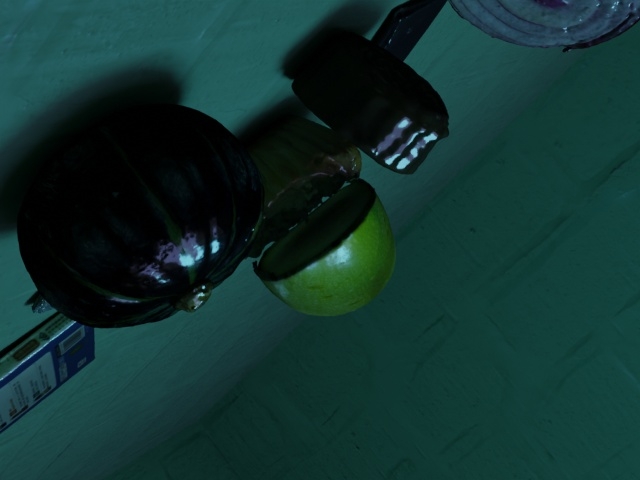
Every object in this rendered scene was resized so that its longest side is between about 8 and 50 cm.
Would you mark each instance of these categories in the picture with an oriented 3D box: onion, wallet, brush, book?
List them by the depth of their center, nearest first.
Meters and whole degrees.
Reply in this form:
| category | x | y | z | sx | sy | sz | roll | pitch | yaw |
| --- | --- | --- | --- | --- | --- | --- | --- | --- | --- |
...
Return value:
| category | x | y | z | sx | sy | sz | roll | pitch | yaw |
| --- | --- | --- | --- | --- | --- | --- | --- | --- | --- |
| onion | 0.294 | -0.408 | 1.510 | 0.336 | 0.281 | 0.260 | -32 | -143 | 65 |
| brush | -0.351 | 0.038 | 1.818 | 0.196 | 0.021 | 0.070 | -43 | 172 | 20 |
| wallet | 0.107 | -0.298 | 2.014 | 0.146 | 0.030 | 0.285 | -37 | 171 | -39 |
| book | -0.549 | 0.278 | 2.051 | 0.428 | 0.039 | 0.300 | -39 | 170 | -21 |

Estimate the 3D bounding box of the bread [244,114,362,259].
| category | x | y | z | sx | sy | sz | roll | pitch | yaw |
| --- | --- | --- | --- | --- | --- | --- | --- | --- | --- |
| bread | -0.065 | -0.091 | 1.955 | 0.274 | 0.149 | 0.274 | -36 | 177 | -2 |

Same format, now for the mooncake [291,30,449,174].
| category | x | y | z | sx | sy | sz | roll | pitch | yaw |
| --- | --- | --- | --- | --- | --- | --- | --- | --- | --- |
| mooncake | 0.079 | -0.201 | 1.780 | 0.124 | 0.228 | 0.228 | -51 | 168 | 15 |

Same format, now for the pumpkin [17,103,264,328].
| category | x | y | z | sx | sy | sz | roll | pitch | yaw |
| --- | --- | --- | --- | --- | --- | --- | --- | --- | --- |
| pumpkin | -0.201 | -0.018 | 1.471 | 0.315 | 0.238 | 0.315 | -34 | 170 | -7 |

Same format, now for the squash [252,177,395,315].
| category | x | y | z | sx | sy | sz | roll | pitch | yaw |
| --- | --- | --- | --- | --- | --- | --- | --- | --- | --- |
| squash | 0.000 | 0.000 | 1.963 | 0.233 | 0.210 | 0.309 | -38 | 161 | 0 |
